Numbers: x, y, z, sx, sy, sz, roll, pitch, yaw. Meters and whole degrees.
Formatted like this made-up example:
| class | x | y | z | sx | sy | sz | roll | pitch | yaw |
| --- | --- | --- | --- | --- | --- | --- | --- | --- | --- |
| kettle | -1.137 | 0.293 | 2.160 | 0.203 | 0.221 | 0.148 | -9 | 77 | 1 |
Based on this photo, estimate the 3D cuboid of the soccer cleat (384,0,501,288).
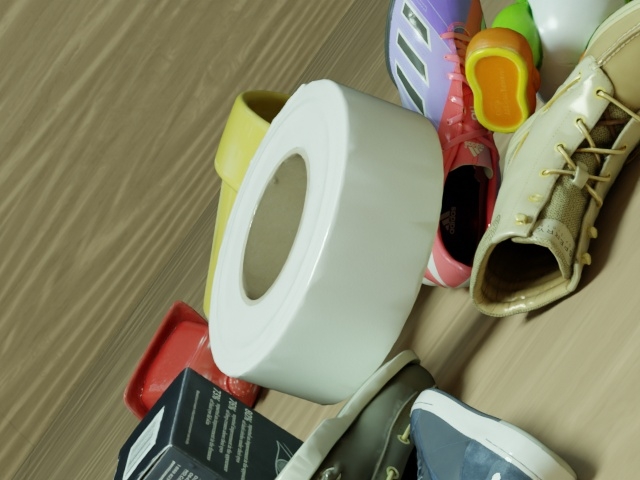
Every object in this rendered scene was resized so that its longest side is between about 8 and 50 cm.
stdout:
| class | x | y | z | sx | sy | sz | roll | pitch | yaw |
| --- | --- | --- | --- | --- | --- | --- | --- | --- | --- |
| soccer cleat | 0.127 | -0.113 | 1.618 | 0.116 | 0.108 | 0.318 | -173 | 81 | -71 |

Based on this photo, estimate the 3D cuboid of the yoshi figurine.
| class | x | y | z | sx | sy | sz | roll | pitch | yaw |
| --- | --- | --- | --- | --- | --- | --- | --- | --- | --- |
| yoshi figurine | 0.256 | -0.262 | 1.615 | 0.203 | 0.203 | 0.362 | -31 | 22 | 40 |

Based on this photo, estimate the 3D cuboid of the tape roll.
| class | x | y | z | sx | sy | sz | roll | pitch | yaw |
| --- | --- | --- | --- | --- | --- | --- | --- | --- | --- |
| tape roll | 0.000 | 0.000 | 1.562 | 0.286 | 0.100 | 0.286 | -54 | 26 | 42 |

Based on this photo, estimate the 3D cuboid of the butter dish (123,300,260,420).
| class | x | y | z | sx | sy | sz | roll | pitch | yaw |
| --- | --- | --- | --- | --- | --- | --- | --- | --- | --- |
| butter dish | -0.131 | 0.173 | 2.082 | 0.118 | 0.160 | 0.160 | -6 | 46 | 44 |

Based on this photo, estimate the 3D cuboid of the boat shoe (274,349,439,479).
| class | x | y | z | sx | sy | sz | roll | pitch | yaw |
| --- | --- | --- | --- | --- | --- | --- | --- | --- | --- |
| boat shoe | 0.041 | 0.176 | 1.398 | 0.109 | 0.091 | 0.305 | -55 | -8 | 24 |

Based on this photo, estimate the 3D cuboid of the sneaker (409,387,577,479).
| class | x | y | z | sx | sy | sz | roll | pitch | yaw |
| --- | --- | --- | --- | --- | --- | --- | --- | --- | --- |
| sneaker | 0.077 | 0.197 | 1.234 | 0.163 | 0.086 | 0.226 | -53 | 12 | -6 |

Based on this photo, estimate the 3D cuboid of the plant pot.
| class | x | y | z | sx | sy | sz | roll | pitch | yaw |
| --- | --- | --- | --- | --- | --- | --- | --- | --- | --- |
| plant pot | -0.011 | -0.004 | 1.846 | 0.254 | 0.254 | 0.239 | -94 | 25 | -73 |

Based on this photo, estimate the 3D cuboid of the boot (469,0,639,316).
| class | x | y | z | sx | sy | sz | roll | pitch | yaw |
| --- | --- | --- | --- | --- | --- | --- | --- | --- | --- |
| boot | 0.217 | -0.066 | 1.403 | 0.262 | 0.095 | 0.203 | -46 | 14 | 45 |

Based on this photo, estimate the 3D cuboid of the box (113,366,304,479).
| class | x | y | z | sx | sy | sz | roll | pitch | yaw |
| --- | --- | --- | --- | --- | --- | --- | --- | --- | --- |
| box | -0.064 | 0.225 | 1.425 | 0.108 | 0.207 | 0.153 | -52 | 11 | 17 |
